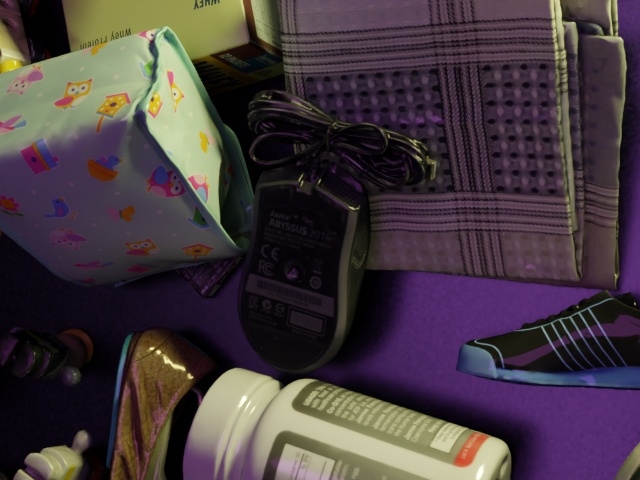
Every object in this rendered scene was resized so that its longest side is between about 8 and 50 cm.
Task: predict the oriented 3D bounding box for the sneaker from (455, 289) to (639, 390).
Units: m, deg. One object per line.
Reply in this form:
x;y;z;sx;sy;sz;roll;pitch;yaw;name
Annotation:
0.243;0.092;1.053;0.232;0.081;0.091;1;81;16;sneaker

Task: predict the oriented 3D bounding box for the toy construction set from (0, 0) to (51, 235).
-0.403;-0.178;1.277;0.215;0.151;0.328;-51;59;32;toy construction set

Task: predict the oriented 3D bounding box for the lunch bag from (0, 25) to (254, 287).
-0.198;-0.059;1.132;0.223;0.262;0.160;-13;48;17;lunch bag

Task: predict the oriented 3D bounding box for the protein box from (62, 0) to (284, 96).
-0.153;-0.260;1.187;0.199;0.136;0.201;-14;82;19;protein box

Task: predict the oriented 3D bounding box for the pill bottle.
0.025;0.226;1.080;0.283;0.161;0.161;16;93;21;pill bottle

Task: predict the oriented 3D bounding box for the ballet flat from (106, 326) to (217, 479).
-0.182;0.265;1.200;0.124;0.116;0.343;14;89;2;ballet flat

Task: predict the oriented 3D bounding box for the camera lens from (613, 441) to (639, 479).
0.346;0.227;0.896;0.219;0.274;0.220;-1;87;21;camera lens

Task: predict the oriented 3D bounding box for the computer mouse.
0.000;0.000;1.102;0.188;0.072;0.272;20;111;18;computer mouse

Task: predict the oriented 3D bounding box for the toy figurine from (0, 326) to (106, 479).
-0.345;0.204;1.239;0.209;0.148;0.213;-17;79;13;toy figurine

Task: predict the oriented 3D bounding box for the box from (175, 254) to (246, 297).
-0.120;0.011;1.223;0.067;0.018;0.083;43;102;18;box

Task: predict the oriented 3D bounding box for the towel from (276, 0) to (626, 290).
0.119;-0.099;1.050;0.324;0.056;0.312;3;114;22;towel
